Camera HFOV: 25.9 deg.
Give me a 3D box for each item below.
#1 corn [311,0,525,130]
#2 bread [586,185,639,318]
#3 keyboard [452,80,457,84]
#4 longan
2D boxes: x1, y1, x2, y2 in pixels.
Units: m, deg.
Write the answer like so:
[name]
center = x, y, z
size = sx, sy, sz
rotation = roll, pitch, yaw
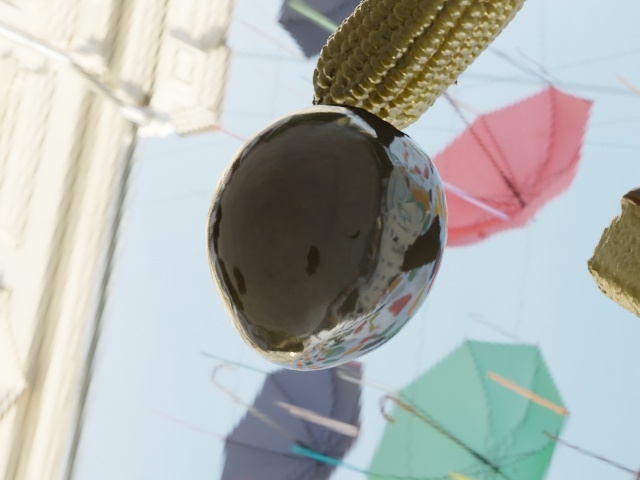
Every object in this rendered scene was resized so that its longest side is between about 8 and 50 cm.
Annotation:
[corn]
center = 0.111, -0.220, 1.361
size = 0.347, 0.130, 0.130
rotation = -43, -133, 36
[bread]
center = 0.468, 0.069, 1.311
size = 0.143, 0.323, 0.333
rotation = -69, -155, 9
[keyboard]
center = 0.104, -0.208, 1.549
size = 0.015, 0.074, 0.196
rotation = -25, -166, -13
[longan]
center = 0.000, 0.000, 1.264
size = 0.248, 0.248, 0.248
rotation = -21, -121, 40
